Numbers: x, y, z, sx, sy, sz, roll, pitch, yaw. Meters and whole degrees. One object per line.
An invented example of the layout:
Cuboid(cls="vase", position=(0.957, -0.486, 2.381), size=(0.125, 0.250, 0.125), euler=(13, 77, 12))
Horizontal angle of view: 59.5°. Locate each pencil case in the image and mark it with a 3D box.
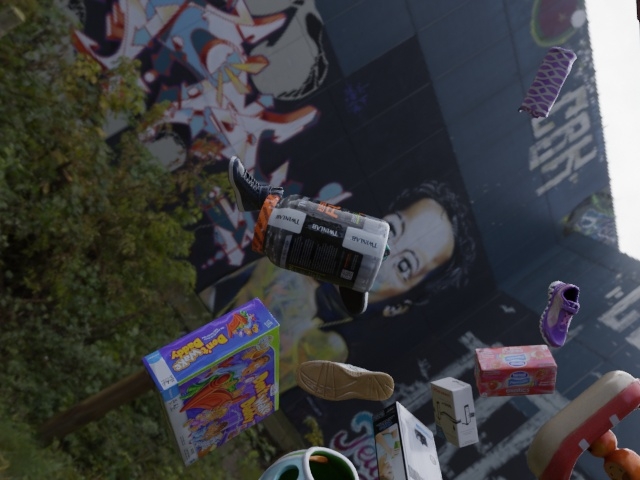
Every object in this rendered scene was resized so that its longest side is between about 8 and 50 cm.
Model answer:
Cuboid(cls="pencil case", position=(0.664, -0.456, 1.632), size=(0.086, 0.206, 0.088), euler=(34, 15, 34))

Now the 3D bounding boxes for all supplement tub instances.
Cuboid(cls="supplement tub", position=(0.000, 0.000, 1.513), size=(0.338, 0.207, 0.207), euler=(17, -14, 2))

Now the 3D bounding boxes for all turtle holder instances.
Cuboid(cls="turtle holder", position=(-0.029, 0.542, 1.054), size=(0.243, 0.227, 0.320), euler=(28, 17, 7))

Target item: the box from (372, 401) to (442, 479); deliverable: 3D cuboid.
Cuboid(cls="box", position=(0.222, 0.570, 1.394), size=(0.169, 0.087, 0.290), euler=(45, 21, -21))

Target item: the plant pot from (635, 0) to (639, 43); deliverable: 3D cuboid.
Cuboid(cls="plant pot", position=(0.958, -0.522, 1.455), size=(0.272, 0.273, 0.265), euler=(-142, -142, -61))

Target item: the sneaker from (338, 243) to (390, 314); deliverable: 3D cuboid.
Cuboid(cls="sneaker", position=(0.143, 0.083, 1.782), size=(0.124, 0.178, 0.295), euler=(-13, -101, 46))

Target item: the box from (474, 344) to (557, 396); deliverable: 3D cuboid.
Cuboid(cls="box", position=(0.680, 0.459, 1.971), size=(0.122, 0.257, 0.128), euler=(-84, 170, -63))

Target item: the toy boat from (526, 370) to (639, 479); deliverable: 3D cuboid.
Cuboid(cls="toy boat", position=(0.455, 0.332, 0.911), size=(0.151, 0.231, 0.151), euler=(50, 0, 27))

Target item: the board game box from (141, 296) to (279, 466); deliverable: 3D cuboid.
Cuboid(cls="board game box", position=(-0.199, 0.288, 1.103), size=(0.078, 0.233, 0.347), euler=(47, -29, 31))

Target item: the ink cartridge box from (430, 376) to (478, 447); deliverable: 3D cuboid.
Cuboid(cls="ink cartridge box", position=(0.472, 0.605, 1.987), size=(0.148, 0.086, 0.203), euler=(174, -93, -70))

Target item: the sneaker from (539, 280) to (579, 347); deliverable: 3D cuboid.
Cuboid(cls="sneaker", position=(0.816, 0.244, 1.888), size=(0.095, 0.236, 0.104), euler=(23, -18, -15))

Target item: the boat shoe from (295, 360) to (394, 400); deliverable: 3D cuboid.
Cuboid(cls="boat shoe", position=(0.057, 0.386, 1.534), size=(0.277, 0.098, 0.096), euler=(14, -9, -14))

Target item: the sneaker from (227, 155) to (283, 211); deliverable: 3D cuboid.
Cuboid(cls="sneaker", position=(-0.210, -0.186, 1.857), size=(0.226, 0.164, 0.086), euler=(78, 20, -46))
